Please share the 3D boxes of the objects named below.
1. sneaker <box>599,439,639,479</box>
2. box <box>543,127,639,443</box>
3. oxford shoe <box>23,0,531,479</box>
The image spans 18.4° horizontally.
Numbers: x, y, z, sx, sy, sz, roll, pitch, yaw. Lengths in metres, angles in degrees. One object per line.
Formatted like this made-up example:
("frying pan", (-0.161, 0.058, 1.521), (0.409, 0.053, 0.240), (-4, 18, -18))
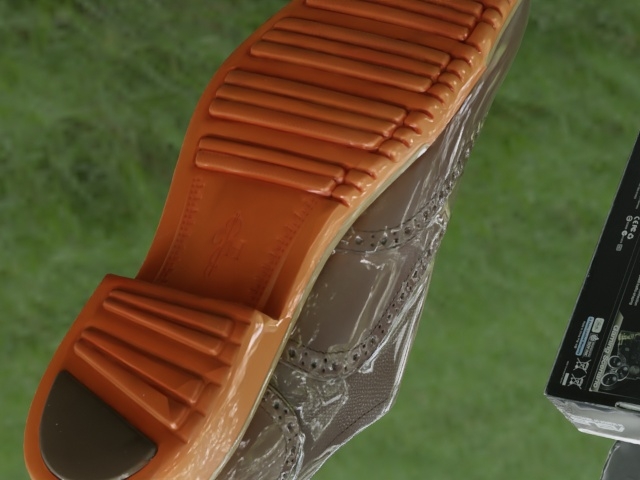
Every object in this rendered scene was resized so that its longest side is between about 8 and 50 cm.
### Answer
("sneaker", (0.174, 0.134, 1.011), (0.072, 0.178, 0.077), (22, -153, 7))
("box", (0.086, 0.000, 0.368), (0.067, 0.083, 0.018), (8, 157, 36))
("oxford shoe", (0.000, 0.000, 0.960), (0.130, 0.364, 0.133), (21, 159, 40))
